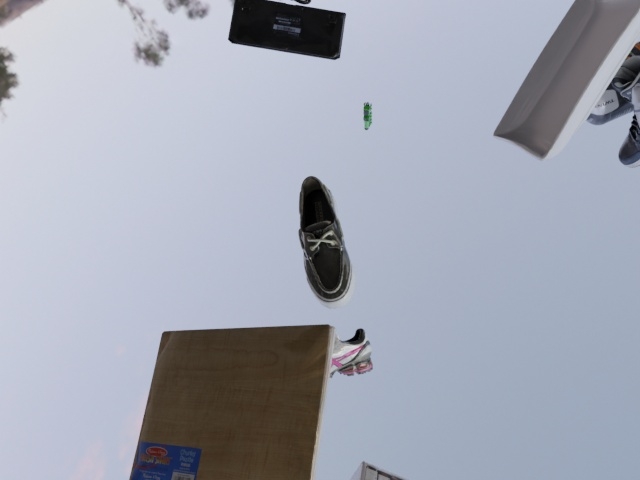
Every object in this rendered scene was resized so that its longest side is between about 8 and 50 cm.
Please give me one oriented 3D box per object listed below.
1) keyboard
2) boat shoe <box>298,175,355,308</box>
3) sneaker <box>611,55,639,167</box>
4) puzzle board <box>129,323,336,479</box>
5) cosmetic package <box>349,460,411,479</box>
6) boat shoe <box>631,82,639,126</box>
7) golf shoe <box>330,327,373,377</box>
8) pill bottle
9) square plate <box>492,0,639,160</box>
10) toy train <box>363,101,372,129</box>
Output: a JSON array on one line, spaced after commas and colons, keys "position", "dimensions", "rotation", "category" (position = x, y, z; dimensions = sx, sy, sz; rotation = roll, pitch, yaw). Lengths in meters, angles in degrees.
[{"position": [-0.051, -0.351, 1.105], "dimensions": [0.180, 0.023, 0.108], "rotation": [9, -95, -4], "category": "keyboard"}, {"position": [0.000, 0.000, 1.087], "dimensions": [0.077, 0.070, 0.219], "rotation": [-17, -120, 7], "category": "boat shoe"}, {"position": [0.594, -0.246, 1.308], "dimensions": [0.086, 0.163, 0.226], "rotation": [-95, -156, -46], "category": "sneaker"}, {"position": [-0.050, 0.094, 0.370], "dimensions": [0.128, 0.011, 0.097], "rotation": [-8, -116, 37], "category": "puzzle board"}, {"position": [0.153, 0.409, 0.985], "dimensions": [0.099, 0.239, 0.060], "rotation": [-73, -172, -53], "category": "cosmetic package"}, {"position": [0.385, -0.118, 0.628], "dimensions": [0.083, 0.076, 0.226], "rotation": [-17, -168, -13], "category": "boat shoe"}, {"position": [0.007, 0.209, 1.245], "dimensions": [0.186, 0.086, 0.067], "rotation": [-9, -176, -29], "category": "golf shoe"}, {"position": [0.611, -0.321, 1.431], "dimensions": [0.245, 0.130, 0.130], "rotation": [-24, -142, 5], "category": "pill bottle"}, {"position": [0.451, -0.307, 1.229], "dimensions": [0.344, 0.049, 0.347], "rotation": [-60, -172, 13], "category": "square plate"}, {"position": [0.092, -0.244, 1.364], "dimensions": [0.017, 0.083, 0.024], "rotation": [11, -109, 8], "category": "toy train"}]
